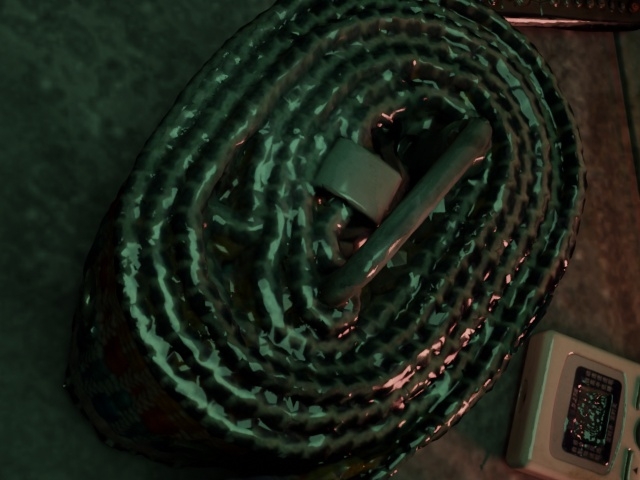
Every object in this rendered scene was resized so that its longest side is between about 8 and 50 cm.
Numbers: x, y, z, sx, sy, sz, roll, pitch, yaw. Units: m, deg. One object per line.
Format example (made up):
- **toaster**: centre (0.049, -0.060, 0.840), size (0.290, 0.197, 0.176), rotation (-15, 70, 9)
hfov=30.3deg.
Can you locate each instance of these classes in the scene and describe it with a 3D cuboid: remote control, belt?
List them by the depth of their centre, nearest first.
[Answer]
- **belt**: centre (0.000, 0.000, 0.589), size (0.295, 0.160, 0.207), rotation (-43, 96, -26)
- **remote control**: centre (0.203, 0.124, 0.720), size (0.190, 0.029, 0.087), rotation (23, 70, -18)
- **remote control**: centre (0.120, -0.161, 0.754), size (0.212, 0.028, 0.059), rotation (-3, 75, -24)
